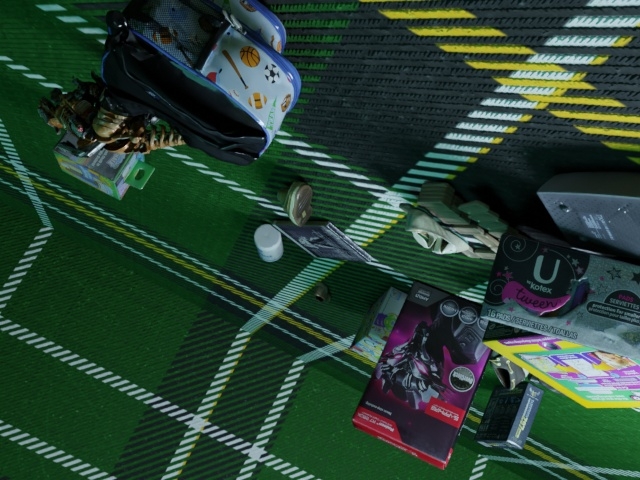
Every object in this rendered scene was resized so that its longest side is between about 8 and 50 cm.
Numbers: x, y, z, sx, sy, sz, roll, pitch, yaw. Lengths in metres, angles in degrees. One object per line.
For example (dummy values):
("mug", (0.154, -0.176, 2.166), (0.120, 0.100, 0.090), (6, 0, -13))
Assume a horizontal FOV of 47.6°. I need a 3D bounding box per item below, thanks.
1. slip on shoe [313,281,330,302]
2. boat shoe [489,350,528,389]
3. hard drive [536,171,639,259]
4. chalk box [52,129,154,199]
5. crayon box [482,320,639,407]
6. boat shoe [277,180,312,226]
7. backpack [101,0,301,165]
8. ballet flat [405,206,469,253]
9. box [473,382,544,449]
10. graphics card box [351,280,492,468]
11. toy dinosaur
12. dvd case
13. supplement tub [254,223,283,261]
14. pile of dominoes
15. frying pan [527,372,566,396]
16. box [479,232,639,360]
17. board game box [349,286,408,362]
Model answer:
("slip on shoe", (0.001, 0.166, 2.173), (0.051, 0.041, 0.135), (24, 162, 9))
("boat shoe", (0.454, 0.294, 1.816), (0.081, 0.069, 0.228), (24, 157, 51))
("hard drive", (0.447, -0.030, 1.003), (0.254, 0.054, 0.172), (10, 156, 44))
("chalk box", (-0.508, -0.195, 1.755), (0.213, 0.132, 0.132), (29, 161, -1))
("crayon box", (0.555, 0.216, 1.422), (0.313, 0.106, 0.363), (31, 158, -15))
("boat shoe", (-0.063, -0.085, 1.553), (0.072, 0.068, 0.190), (36, 164, 10))
("backpack", (-0.162, -0.238, 1.040), (0.263, 0.213, 0.276), (39, 166, -11))
("ballet flat", (0.206, -0.004, 1.312), (0.168, 0.052, 0.057), (31, 163, -37))
("box", (0.554, 0.520, 2.148), (0.059, 0.183, 0.233), (28, 161, -5))
("graphics card box", (0.251, 0.304, 1.680), (0.232, 0.371, 0.094), (22, 162, 19))
("toy dinosaur", (-0.357, -0.227, 1.318), (0.322, 0.218, 0.164), (26, 161, 2))
("dvd case", (0.000, 0.000, 1.764), (0.164, 0.018, 0.221), (38, 158, -34))
("supplement tub", (-0.134, 0.007, 1.885), (0.071, 0.071, 0.107), (23, 162, 11))
("pile of dominoes", (0.280, -0.030, 1.304), (0.251, 0.040, 0.196), (31, 163, -37))
("frying pan", (0.574, 0.344, 1.871), (0.326, 0.053, 0.197), (6, 152, 41))
("box", (0.392, 0.083, 1.148), (0.247, 0.142, 0.163), (14, -179, 14))
("board game box", (0.192, 0.243, 1.959), (0.142, 0.144, 0.275), (27, 161, 0))
